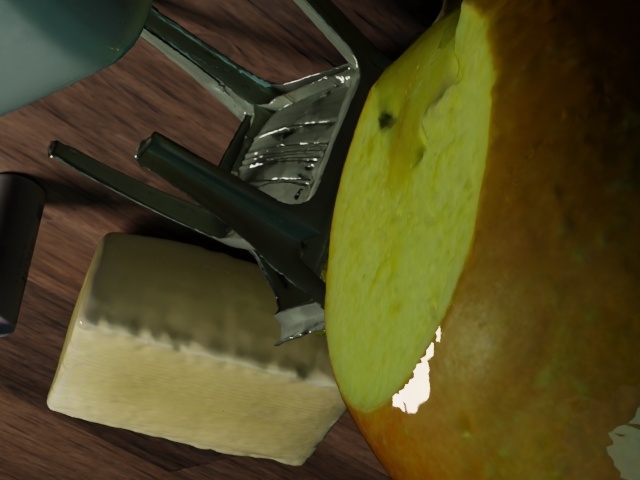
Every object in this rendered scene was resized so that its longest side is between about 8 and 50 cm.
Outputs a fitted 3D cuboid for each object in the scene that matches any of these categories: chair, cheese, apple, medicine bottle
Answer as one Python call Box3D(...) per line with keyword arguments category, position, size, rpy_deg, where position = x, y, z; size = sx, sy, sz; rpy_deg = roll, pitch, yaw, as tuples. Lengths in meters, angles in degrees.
Box3D(category="chair", position=(-0.039, -0.058, 1.184), size=(0.275, 0.203, 0.190), rpy_deg=(37, 152, -29))
Box3D(category="cheese", position=(-0.108, 0.107, 1.564), size=(0.265, 0.124, 0.242), rpy_deg=(15, 147, -10))
Box3D(category="apple", position=(0.182, -0.002, 0.834), size=(0.374, 0.384, 0.374), rpy_deg=(-28, 153, -15))
Box3D(category="medicine bottle", position=(-0.282, 0.040, 1.405), size=(0.058, 0.199, 0.057), rpy_deg=(7, 153, 3))

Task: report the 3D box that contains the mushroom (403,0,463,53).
Box3D(category="mushroom", position=(0.209, -0.071, 1.098), size=(0.292, 0.212, 0.217), rpy_deg=(28, 154, -20))

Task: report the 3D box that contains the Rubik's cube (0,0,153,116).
Box3D(category="Rubik's cube", position=(-0.270, -0.251, 0.723), size=(0.347, 0.351, 0.352), rpy_deg=(-13, 142, 33))

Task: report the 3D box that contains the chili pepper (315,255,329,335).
Box3D(category="chili pepper", position=(0.000, 0.002, 1.394), size=(0.072, 0.073, 0.204), rpy_deg=(29, 154, 36))
